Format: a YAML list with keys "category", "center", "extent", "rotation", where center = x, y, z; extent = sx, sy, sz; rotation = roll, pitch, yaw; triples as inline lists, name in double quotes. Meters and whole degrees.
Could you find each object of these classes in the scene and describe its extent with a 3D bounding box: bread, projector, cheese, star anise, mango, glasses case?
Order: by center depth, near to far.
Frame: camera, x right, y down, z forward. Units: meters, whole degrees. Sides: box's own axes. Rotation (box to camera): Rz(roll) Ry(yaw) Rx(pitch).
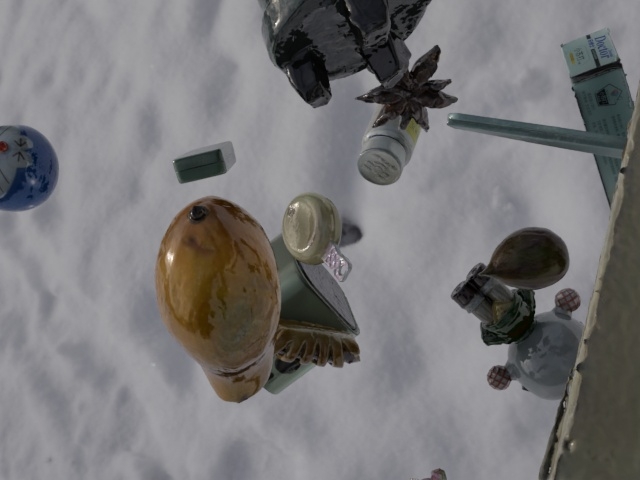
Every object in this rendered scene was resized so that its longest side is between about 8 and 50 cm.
- category: "cheese"
  center: [0.262, 0.008, 0.565]
  extent: [0.085, 0.034, 0.401]
  rotation: [15, 80, 17]
- category: "mango"
  center: [-0.118, 0.074, 0.873]
  extent: [0.143, 0.359, 0.187]
  rotation: [-4, 62, -2]
- category: "glasses case"
  center: [-0.183, -0.128, 1.151]
  extent: [0.077, 0.184, 0.040]
  rotation: [-14, 102, 1]
- category: "star anise"
  center: [0.172, -0.277, 1.340]
  extent: [0.195, 0.182, 0.065]
  rotation: [-61, 22, 26]
- category: "cheese"
  center: [0.000, 0.000, 1.375]
  extent: [0.227, 0.064, 0.137]
  rotation: [52, 123, 44]
- category: "bread"
  center: [-0.020, 0.213, 1.457]
  extent: [0.134, 0.225, 0.081]
  rotation: [-162, 85, -75]
- category: "projector"
  center: [-0.089, 0.160, 1.637]
  extent: [0.249, 0.248, 0.248]
  rotation: [-37, 29, 9]

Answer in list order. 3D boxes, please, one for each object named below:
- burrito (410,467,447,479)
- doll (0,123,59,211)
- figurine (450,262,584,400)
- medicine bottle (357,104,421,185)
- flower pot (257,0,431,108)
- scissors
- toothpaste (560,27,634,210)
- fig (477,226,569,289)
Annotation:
- category: "burrito"
  center: [0.122, 0.509, 1.215]
  extent: [0.066, 0.096, 0.309]
  rotation: [47, 116, 36]
- category: "doll"
  center: [-0.613, -0.131, 1.326]
  extent: [0.256, 0.161, 0.215]
  rotation: [-12, 55, 17]
- category: "figurine"
  center: [0.452, 0.204, 1.545]
  extent: [0.370, 0.167, 0.281]
  rotation: [42, 92, -2]
- category: "medicine bottle"
  center: [0.189, -0.276, 1.931]
  extent: [0.143, 0.143, 0.258]
  rotation: [-3, 42, 29]
- category: "flower pot"
  center: [0.040, -0.386, 1.119]
  extent: [0.299, 0.299, 0.283]
  rotation: [-27, 72, 20]
- category: "scissors"
  center: [0.334, -0.070, 0.632]
  extent: [0.446, 0.192, 0.029]
  rotation: [12, 89, 10]
- category: "toothpaste"
  center: [0.395, -0.125, 0.958]
  extent: [0.071, 0.313, 0.089]
  rotation: [-17, 39, 23]
- category: "fig"
  center: [0.332, 0.036, 1.183]
  extent: [0.109, 0.154, 0.103]
  rotation: [-10, 98, 68]
